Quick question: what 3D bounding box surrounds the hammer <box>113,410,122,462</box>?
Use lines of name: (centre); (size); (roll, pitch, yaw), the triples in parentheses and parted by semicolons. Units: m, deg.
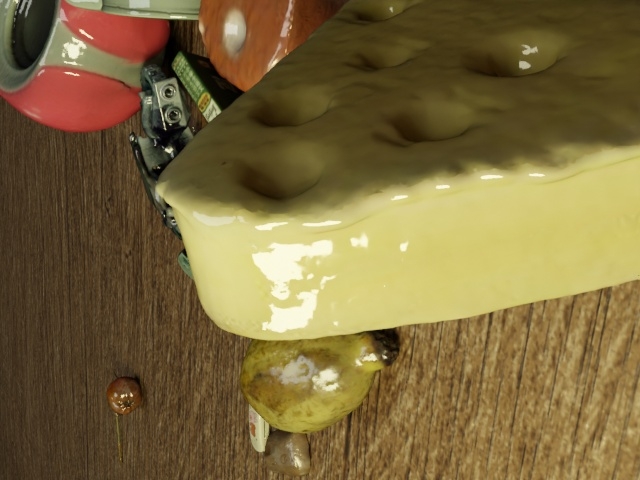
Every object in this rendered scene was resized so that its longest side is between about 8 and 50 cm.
hammer: (-0.419, 0.407, 1.636); (0.029, 0.014, 0.122); (28, 122, 60)

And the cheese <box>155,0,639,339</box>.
cheese: (0.071, -0.060, 0.504); (0.384, 0.384, 0.104); (34, 146, 48)

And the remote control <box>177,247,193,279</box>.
remote control: (-0.132, 0.024, 1.080); (0.097, 0.045, 0.256); (45, 150, -15)

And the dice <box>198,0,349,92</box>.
dice: (-0.003, -0.232, 0.737); (0.175, 0.174, 0.179); (45, 133, 43)

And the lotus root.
lotus root: (-0.006, 0.139, 0.876); (0.214, 0.138, 0.138); (-31, 71, 42)

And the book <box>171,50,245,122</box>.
book: (-0.011, -0.078, 0.760); (0.027, 0.202, 0.264); (-54, 51, 25)

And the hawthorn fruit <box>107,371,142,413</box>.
hawthorn fruit: (-0.379, 0.286, 1.511); (0.103, 0.067, 0.066); (-136, 48, -59)

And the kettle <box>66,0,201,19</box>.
kettle: (-0.188, -0.419, 0.903); (0.205, 0.265, 0.317); (-115, 26, -68)

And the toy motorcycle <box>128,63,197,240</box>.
toy motorcycle: (-0.199, -0.106, 1.106); (0.159, 0.106, 0.270); (38, 142, 51)

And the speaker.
speaker: (-0.359, -0.316, 1.164); (0.294, 0.294, 0.294); (17, 111, 53)

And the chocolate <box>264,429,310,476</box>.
chocolate: (-0.051, 0.282, 1.048); (0.101, 0.031, 0.064); (-20, 75, 57)

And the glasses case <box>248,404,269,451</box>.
glasses case: (-0.086, 0.255, 1.100); (0.032, 0.021, 0.083); (15, 109, 56)
